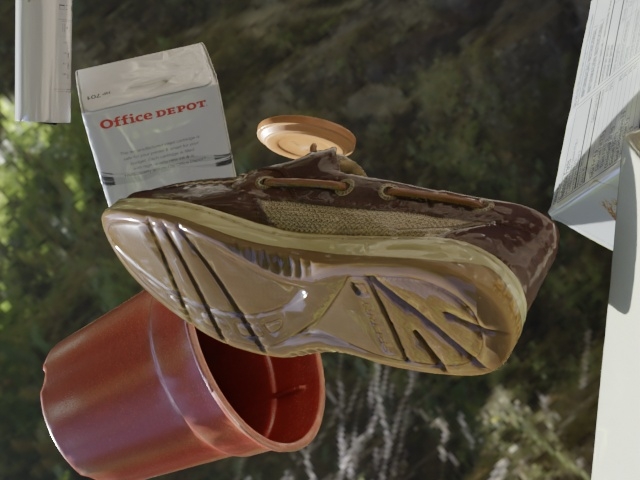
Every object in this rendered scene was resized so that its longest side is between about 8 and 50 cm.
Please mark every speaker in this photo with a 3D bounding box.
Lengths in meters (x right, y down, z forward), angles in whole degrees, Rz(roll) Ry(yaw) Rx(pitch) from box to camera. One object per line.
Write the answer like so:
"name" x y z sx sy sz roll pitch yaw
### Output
"speaker" -0.268 -0.181 1.147 0.055 0.055 0.136 -123 35 -80

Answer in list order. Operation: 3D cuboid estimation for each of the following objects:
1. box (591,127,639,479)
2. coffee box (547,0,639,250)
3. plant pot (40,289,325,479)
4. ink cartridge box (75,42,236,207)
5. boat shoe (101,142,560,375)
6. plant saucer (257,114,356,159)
"box" 0.251 0.078 0.678 0.121 0.148 0.311 -117 15 -49
"coffee box" 0.500 -0.147 1.284 0.337 0.338 0.334 27 148 -15
"plant pot" -0.178 0.168 1.443 0.272 0.265 0.272 44 -148 -37
"ink cartridge box" -0.167 -0.098 1.248 0.082 0.139 0.190 -110 9 -46
"boat shoe" 0.000 0.000 0.813 0.342 0.123 0.123 5 133 38
"plant saucer" -0.012 -0.083 0.993 0.083 0.083 0.013 50 -134 -66
